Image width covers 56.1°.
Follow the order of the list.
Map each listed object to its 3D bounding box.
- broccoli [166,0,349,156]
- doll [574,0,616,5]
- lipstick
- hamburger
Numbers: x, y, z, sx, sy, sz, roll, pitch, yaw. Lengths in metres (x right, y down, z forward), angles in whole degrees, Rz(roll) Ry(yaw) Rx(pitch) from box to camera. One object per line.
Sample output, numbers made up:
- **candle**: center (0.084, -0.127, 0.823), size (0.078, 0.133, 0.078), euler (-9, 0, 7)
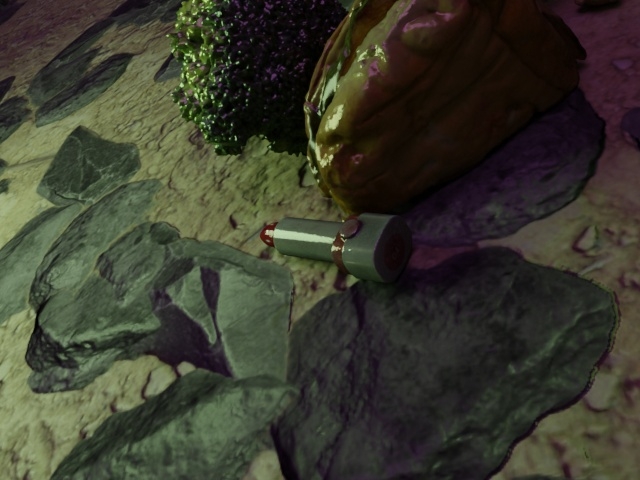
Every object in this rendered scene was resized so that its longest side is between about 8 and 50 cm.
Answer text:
- **broccoli**: center (-0.070, -0.236, 0.783), size (0.288, 0.235, 0.260), euler (-17, 26, -42)
- **doll**: center (0.349, -0.318, 0.737), size (0.061, 0.051, 0.093), euler (11, 28, 41)
- **lipstick**: center (-0.001, -0.001, 0.627), size (0.186, 0.057, 0.063), euler (6, 58, 41)
- **hamburger**: center (0.110, -0.190, 0.627), size (0.330, 0.209, 0.162), euler (-31, 40, -1)
